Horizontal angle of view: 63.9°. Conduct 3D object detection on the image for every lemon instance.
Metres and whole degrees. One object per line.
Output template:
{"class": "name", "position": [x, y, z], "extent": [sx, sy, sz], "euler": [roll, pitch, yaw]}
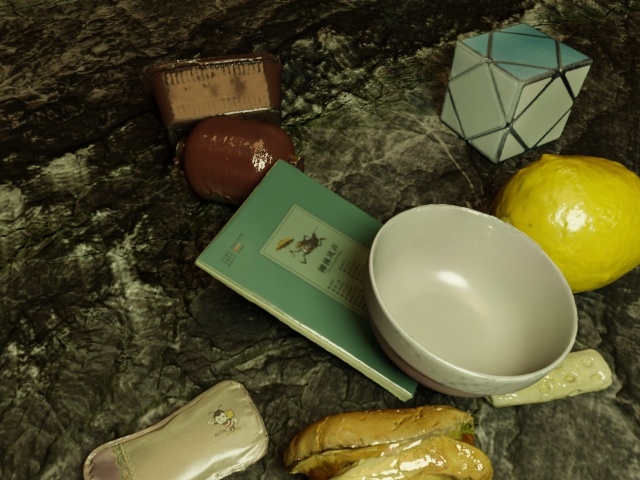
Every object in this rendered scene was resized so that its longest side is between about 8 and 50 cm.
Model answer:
{"class": "lemon", "position": [0.410, -0.028, 0.843], "extent": [0.289, 0.233, 0.233], "euler": [-9, 47, -23]}

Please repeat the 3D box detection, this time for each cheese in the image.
{"class": "cheese", "position": [0.329, 0.204, 0.753], "extent": [0.194, 0.043, 0.064], "euler": [-6, 47, -7]}

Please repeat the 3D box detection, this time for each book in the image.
{"class": "book", "position": [0.028, 0.045, 0.823], "extent": [0.379, 0.031, 0.264], "euler": [33, 53, 2]}

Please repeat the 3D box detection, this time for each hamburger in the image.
{"class": "hamburger", "position": [0.087, 0.262, 0.642], "extent": [0.262, 0.130, 0.124], "euler": [-6, 48, -12]}

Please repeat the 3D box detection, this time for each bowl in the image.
{"class": "bowl", "position": [0.190, 0.096, 0.726], "extent": [0.287, 0.143, 0.286], "euler": [7, 48, -7]}

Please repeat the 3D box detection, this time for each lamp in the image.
{"class": "lamp", "position": [-0.149, -0.148, 0.992], "extent": [0.258, 0.180, 0.180], "euler": [12, 49, 10]}

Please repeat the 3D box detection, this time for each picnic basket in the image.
{"class": "picnic basket", "position": [-0.217, -0.275, 1.101], "extent": [0.297, 0.222, 0.129], "euler": [-10, 71, -10]}

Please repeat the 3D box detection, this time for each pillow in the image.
{"class": "pillow", "position": [-0.185, 0.283, 0.680], "extent": [0.233, 0.038, 0.130], "euler": [-25, 55, -24]}

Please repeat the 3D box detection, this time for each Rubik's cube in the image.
{"class": "Rubik's cube", "position": [0.417, -0.327, 1.132], "extent": [0.205, 0.207, 0.205], "euler": [-23, 53, -19]}
